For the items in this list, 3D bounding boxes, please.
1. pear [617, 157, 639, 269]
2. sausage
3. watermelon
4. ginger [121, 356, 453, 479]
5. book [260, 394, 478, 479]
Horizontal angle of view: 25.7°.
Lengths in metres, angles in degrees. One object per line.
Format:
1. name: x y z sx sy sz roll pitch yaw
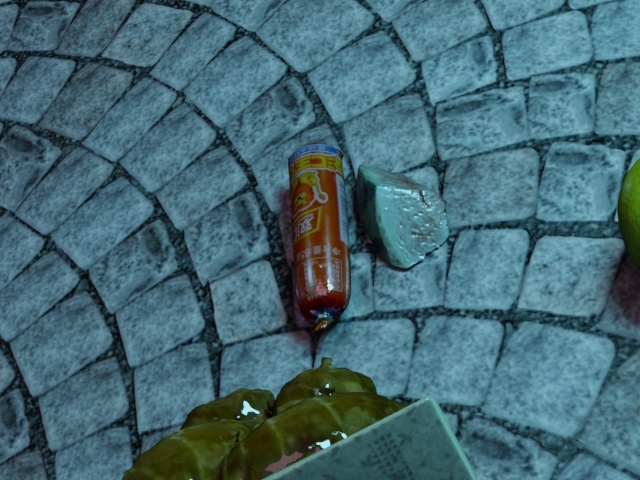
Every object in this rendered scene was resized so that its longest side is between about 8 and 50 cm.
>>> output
1. pear: 0.401 -0.007 1.514 0.180 0.166 0.216 25 91 24
2. sausage: 0.000 0.000 1.750 0.074 0.074 0.274 -16 51 15
3. watermelon: 0.091 -0.049 1.760 0.094 0.081 0.180 -22 49 -25
4. ginger: -0.040 0.243 1.522 0.358 0.152 0.274 -14 13 19
5. book: -0.002 0.350 1.386 0.389 0.269 0.032 -28 8 4
